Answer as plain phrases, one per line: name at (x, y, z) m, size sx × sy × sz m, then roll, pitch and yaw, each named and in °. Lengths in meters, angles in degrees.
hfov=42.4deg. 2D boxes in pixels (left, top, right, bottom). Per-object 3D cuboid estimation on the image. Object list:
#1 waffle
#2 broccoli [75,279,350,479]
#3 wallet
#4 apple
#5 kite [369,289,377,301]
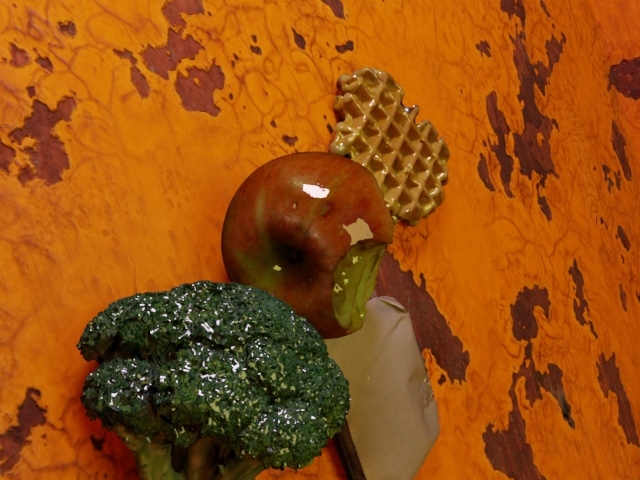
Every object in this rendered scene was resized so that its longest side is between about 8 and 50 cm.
waffle at (0.127, -0.164, 1.417) m, size 0.309 × 0.065 × 0.283 m, roll -3°, pitch 81°, yaw -50°
broccoli at (-0.116, 0.168, 0.910) m, size 0.308 × 0.308 × 0.275 m, roll -18°, pitch 126°, yaw -50°
wallet at (0.083, 0.241, 1.246) m, size 0.275 × 0.068 × 0.335 m, roll -36°, pitch 112°, yaw -44°
apple at (0.000, 0.000, 1.083) m, size 0.226 × 0.246 × 0.246 m, roll -35°, pitch 105°, yaw -57°
kite at (0.060, 0.104, 1.300) m, size 0.152 × 0.005 × 0.137 m, roll 40°, pitch 52°, yaw -34°
